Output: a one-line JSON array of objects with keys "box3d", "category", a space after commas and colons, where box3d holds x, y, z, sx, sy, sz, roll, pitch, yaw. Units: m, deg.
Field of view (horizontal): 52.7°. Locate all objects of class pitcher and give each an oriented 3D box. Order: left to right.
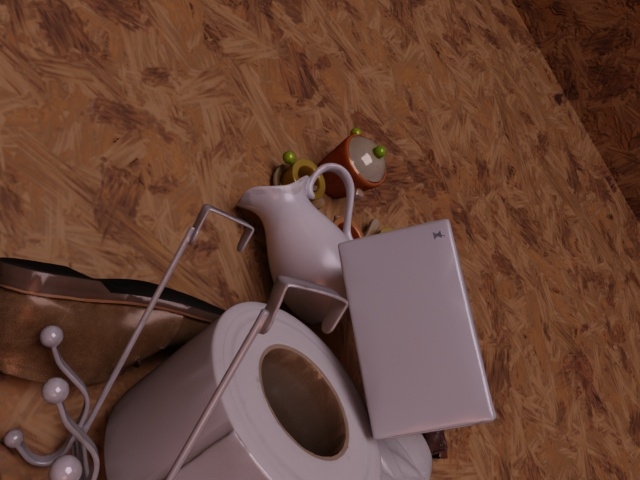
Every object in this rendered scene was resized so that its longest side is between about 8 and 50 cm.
[{"box3d": [0.000, 0.000, 0.933, 0.178, 0.125, 0.207, -26, 86, -17], "category": "pitcher"}]

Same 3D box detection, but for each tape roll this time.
[{"box3d": [-0.075, 0.210, 0.682, 0.246, 0.169, 0.246, 43, 22, -22], "category": "tape roll"}]

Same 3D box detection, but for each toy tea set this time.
[{"box3d": [0.080, -0.025, 1.042, 0.200, 0.124, 0.336, -37, 97, -48], "category": "toy tea set"}]

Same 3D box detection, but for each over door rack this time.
[{"box3d": [-0.158, 0.112, 0.547, 0.108, 0.239, 0.324, 40, 88, -30], "category": "over door rack"}]

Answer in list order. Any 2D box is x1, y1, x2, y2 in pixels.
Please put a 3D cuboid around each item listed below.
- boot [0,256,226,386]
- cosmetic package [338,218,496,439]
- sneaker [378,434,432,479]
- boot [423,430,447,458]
[{"box3d": [-0.218, 0.102, 0.728, 0.305, 0.112, 0.115, 15, 87, -41], "category": "boot"}, {"box3d": [0.125, 0.117, 0.803, 0.224, 0.138, 0.223, 45, 33, -71], "category": "cosmetic package"}, {"box3d": [0.036, 0.268, 0.888, 0.292, 0.108, 0.169, 43, 24, -5], "category": "sneaker"}, {"box3d": [0.169, 0.289, 1.039, 0.106, 0.037, 0.114, 29, 54, -49], "category": "boot"}]
